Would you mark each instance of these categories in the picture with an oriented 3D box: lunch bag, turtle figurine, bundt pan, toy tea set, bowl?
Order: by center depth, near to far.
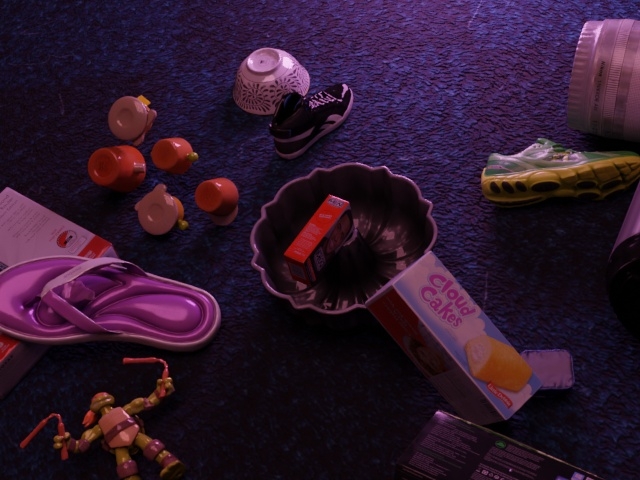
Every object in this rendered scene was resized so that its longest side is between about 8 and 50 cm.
[{"bbox_3d":[0.354,0.214,1.601,0.098,0.065,0.067,-1,68,10],"label":"lunch bag"},{"bbox_3d":[-0.332,0.329,1.642,0.269,0.087,0.217,-29,60,-21],"label":"turtle figurine"},{"bbox_3d":[0.046,0.025,1.773,0.330,0.124,0.331,-5,52,7],"label":"bundt pan"},{"bbox_3d":[-0.304,-0.125,1.975,0.336,0.124,0.200,42,104,15],"label":"toy tea set"},{"bbox_3d":[-0.113,-0.354,2.127,0.170,0.080,0.170,-6,53,8],"label":"bowl"}]

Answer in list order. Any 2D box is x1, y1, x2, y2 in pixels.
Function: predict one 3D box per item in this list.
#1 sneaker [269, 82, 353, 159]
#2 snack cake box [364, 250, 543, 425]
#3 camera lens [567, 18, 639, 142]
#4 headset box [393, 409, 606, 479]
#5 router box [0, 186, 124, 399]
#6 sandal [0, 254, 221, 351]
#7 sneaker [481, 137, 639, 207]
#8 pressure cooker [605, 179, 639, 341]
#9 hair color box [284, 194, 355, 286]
[{"bbox_3d":[-0.014,-0.269,2.013,0.079,0.121,0.217,29,64,28],"label":"sneaker"},{"bbox_3d":[0.201,0.157,1.550,0.089,0.152,0.264,-40,87,-19],"label":"snack cake box"},{"bbox_3d":[0.609,-0.286,1.833,0.274,0.219,0.219,12,56,20],"label":"camera lens"},{"bbox_3d":[0.223,0.411,1.341,0.246,0.283,0.131,19,34,26],"label":"headset box"},{"bbox_3d":[-0.592,0.090,1.883,0.301,0.082,0.335,25,62,27],"label":"router box"},{"bbox_3d":[-0.380,0.096,1.753,0.416,0.102,0.169,5,63,-5],"label":"sandal"},{"bbox_3d":[0.440,-0.138,1.825,0.295,0.109,0.124,-4,56,9],"label":"sneaker"},{"bbox_3d":[0.668,-0.033,1.533,0.375,0.370,0.420,19,62,20],"label":"pressure cooker"},{"bbox_3d":[0.000,0.000,1.678,0.043,0.072,0.141,22,61,27],"label":"hair color box"}]
